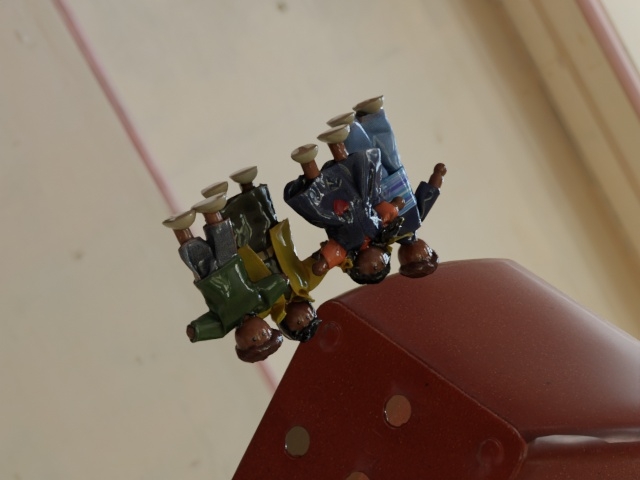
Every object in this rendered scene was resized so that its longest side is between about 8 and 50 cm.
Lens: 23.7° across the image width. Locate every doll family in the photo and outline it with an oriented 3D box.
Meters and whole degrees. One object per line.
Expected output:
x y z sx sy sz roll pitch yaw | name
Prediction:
0.000 0.000 0.867 0.193 0.111 0.076 -29 -167 -13 | doll family

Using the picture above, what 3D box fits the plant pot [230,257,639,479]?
0.091 0.168 1.003 0.235 0.267 0.267 13 107 -50 | plant pot
